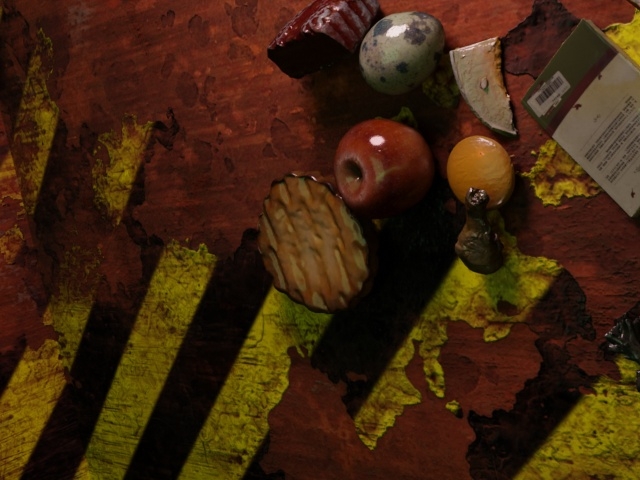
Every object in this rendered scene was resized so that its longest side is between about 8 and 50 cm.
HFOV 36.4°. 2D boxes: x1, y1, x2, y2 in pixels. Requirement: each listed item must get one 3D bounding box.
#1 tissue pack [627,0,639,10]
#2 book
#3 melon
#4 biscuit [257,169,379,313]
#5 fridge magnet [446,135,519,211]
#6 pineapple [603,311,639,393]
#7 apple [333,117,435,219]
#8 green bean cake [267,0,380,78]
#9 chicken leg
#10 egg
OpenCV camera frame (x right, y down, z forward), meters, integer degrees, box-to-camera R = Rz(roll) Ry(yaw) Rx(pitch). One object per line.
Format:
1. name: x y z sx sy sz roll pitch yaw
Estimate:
1. tissue pack: 0.512 -0.400 1.402 0.226 0.183 0.092 46 159 24
2. book: 0.480 -0.202 1.611 0.289 0.026 0.201 51 133 19
3. melon: 0.297 -0.269 1.762 0.098 0.054 0.182 -9 98 30
4. biscuit: 0.000 0.000 2.091 0.326 0.107 0.325 19 120 37
5. fridge magnet: 0.297 -0.123 1.790 0.143 0.063 0.143 18 117 38
6. pineapple: 0.576 0.230 1.624 0.251 0.125 0.125 56 135 28
7. apple: 0.126 -0.140 1.888 0.201 0.162 0.201 28 125 48
8. green bean cake: -0.006 -0.397 1.888 0.097 0.198 0.233 46 142 -20
9. chicken leg: 0.289 -0.016 1.792 0.085 0.069 0.197 23 141 36
10. egg: 0.151 -0.351 1.803 0.182 0.141 0.141 -37 78 35
